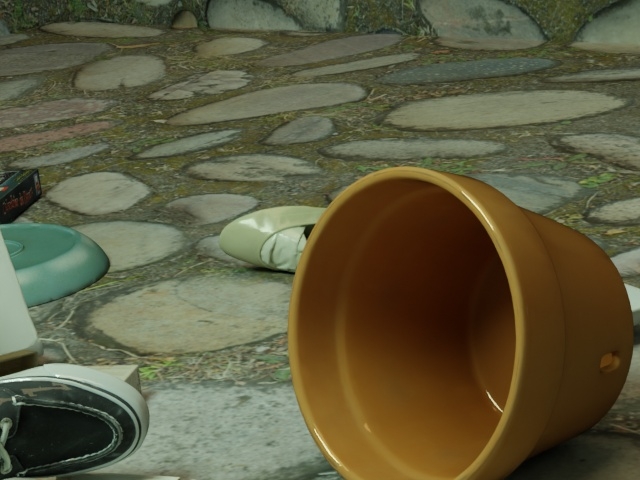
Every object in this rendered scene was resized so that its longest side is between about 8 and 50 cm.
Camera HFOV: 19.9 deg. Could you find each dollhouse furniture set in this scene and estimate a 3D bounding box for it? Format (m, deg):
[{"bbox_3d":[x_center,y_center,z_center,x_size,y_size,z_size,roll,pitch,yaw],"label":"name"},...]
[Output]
[{"bbox_3d":[-0.340,0.136,1.940,0.114,0.091,0.081,-13,33,-34],"label":"dollhouse furniture set"}]

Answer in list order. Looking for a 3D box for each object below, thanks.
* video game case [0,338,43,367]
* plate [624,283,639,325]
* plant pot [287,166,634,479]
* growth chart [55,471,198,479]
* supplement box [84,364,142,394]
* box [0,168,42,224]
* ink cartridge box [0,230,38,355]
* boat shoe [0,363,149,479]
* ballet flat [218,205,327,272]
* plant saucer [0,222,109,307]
[{"bbox_3d":[-0.438,0.133,2.044,0.201,0.023,0.183,-17,16,-32],"label":"video game case"},{"bbox_3d":[0.180,0.084,1.970,0.277,0.045,0.278,-16,19,-28],"label":"plate"},{"bbox_3d":[0.138,0.083,1.626,0.203,0.291,0.291,2,7,-42],"label":"plant pot"},{"bbox_3d":[-0.224,0.250,1.588,0.172,0.021,0.237,4,19,31],"label":"growth chart"},{"bbox_3d":[-0.228,0.161,1.866,0.062,0.036,0.098,-2,17,15],"label":"supplement box"},{"bbox_3d":[-0.523,-0.052,2.690,0.159,0.044,0.233,-3,16,11],"label":"box"},{"bbox_3d":[-0.481,0.084,1.820,0.353,0.207,0.119,-17,15,1],"label":"ink cartridge box"},{"bbox_3d":[-0.306,0.173,1.629,0.301,0.108,0.102,4,19,-2],"label":"boat shoe"},{"bbox_3d":[0.000,0.000,2.279,0.248,0.086,0.086,-8,16,-9],"label":"ballet flat"},{"bbox_3d":[-0.435,0.032,2.379,0.317,0.044,0.317,-5,16,1],"label":"plant saucer"}]
